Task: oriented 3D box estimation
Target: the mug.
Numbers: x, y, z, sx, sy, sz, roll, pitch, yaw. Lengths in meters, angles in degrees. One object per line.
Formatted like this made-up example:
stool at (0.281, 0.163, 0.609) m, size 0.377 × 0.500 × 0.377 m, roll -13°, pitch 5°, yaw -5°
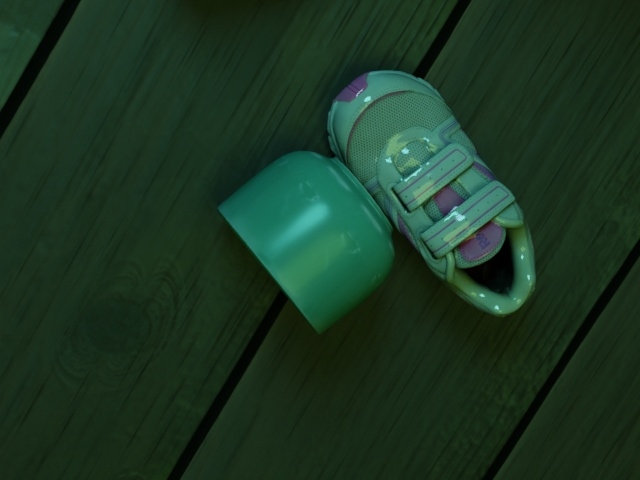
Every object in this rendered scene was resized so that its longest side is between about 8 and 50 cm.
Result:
mug at (-0.005, -0.007, 1.186) m, size 0.097 × 0.158 × 0.129 m, roll -39°, pitch 97°, yaw -2°

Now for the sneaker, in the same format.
sneaker at (0.104, -0.034, 1.210) m, size 0.103 × 0.111 × 0.252 m, roll -42°, pitch 121°, yaw 2°
